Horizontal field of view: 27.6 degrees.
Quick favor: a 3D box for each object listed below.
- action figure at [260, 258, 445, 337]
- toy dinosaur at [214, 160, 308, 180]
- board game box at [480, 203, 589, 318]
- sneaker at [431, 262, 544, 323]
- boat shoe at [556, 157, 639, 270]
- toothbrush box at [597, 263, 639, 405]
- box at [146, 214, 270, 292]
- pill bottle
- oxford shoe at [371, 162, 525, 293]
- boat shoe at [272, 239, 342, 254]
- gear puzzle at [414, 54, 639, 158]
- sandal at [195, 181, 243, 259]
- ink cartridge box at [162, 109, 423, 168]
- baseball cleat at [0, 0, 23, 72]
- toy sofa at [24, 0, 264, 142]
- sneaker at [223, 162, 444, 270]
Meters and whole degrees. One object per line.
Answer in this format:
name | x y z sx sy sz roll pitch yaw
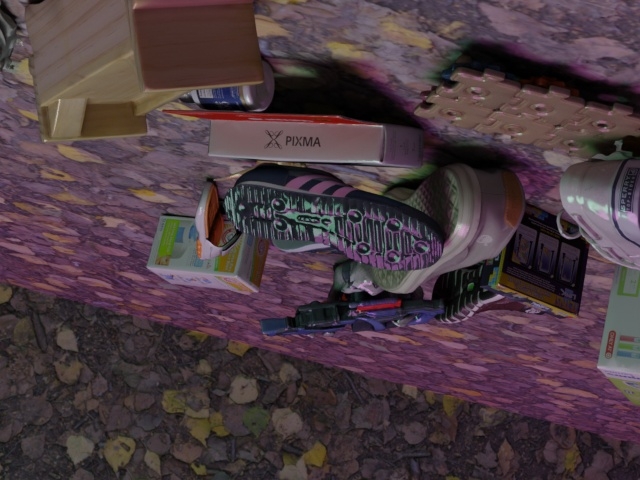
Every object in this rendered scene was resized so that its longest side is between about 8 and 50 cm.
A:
action figure | 0.042 0.095 2.438 0.341 0.178 0.330 -4 166 -13
toy dinosaur | -0.073 -0.107 2.054 0.183 0.053 0.092 -9 139 40
board game box | 0.332 0.029 2.000 0.170 0.141 0.048 22 163 -30
sneaker | 0.327 0.109 2.394 0.163 0.106 0.281 15 165 -21
boat shoe | 0.390 -0.030 1.698 0.156 0.135 0.367 10 177 30
toothbrush box | 0.560 0.153 2.142 0.122 0.206 0.283 6 165 27
box | -0.215 0.026 2.521 0.203 0.114 0.103 6 163 25
pill bottle | -0.125 -0.200 1.673 0.120 0.067 0.067 5 164 29
oxford shoe | 0.179 -0.015 1.965 0.130 0.169 0.449 -3 170 -18
boat shoe | 0.000 0.000 2.332 0.183 0.065 0.083 -1 161 42
gear puzzle | 0.294 -0.154 1.551 0.339 0.044 0.175 13 164 -12
sandal | -0.176 -0.024 2.324 0.076 0.102 0.265 15 164 3
ink cartridge box | -0.034 -0.134 1.731 0.275 0.060 0.239 5 -176 29
baseball cleat | -0.449 -0.285 1.670 0.109 0.072 0.206 26 161 3
toy sofa | -0.219 -0.232 1.541 0.150 0.177 0.362 -7 177 -31
sneaker | 0.032 -0.051 1.840 0.319 0.131 0.112 16 125 14
